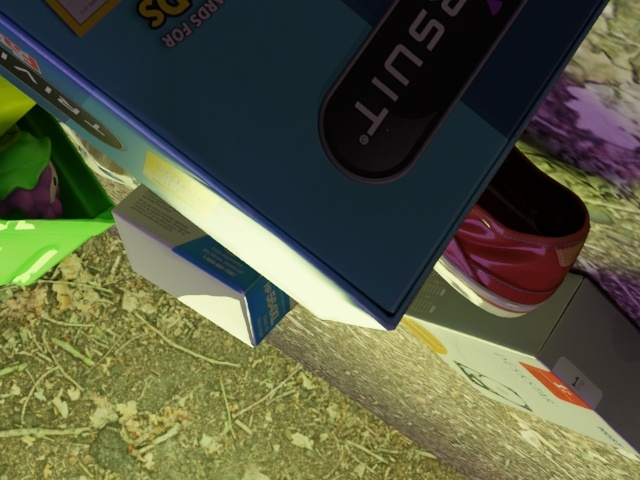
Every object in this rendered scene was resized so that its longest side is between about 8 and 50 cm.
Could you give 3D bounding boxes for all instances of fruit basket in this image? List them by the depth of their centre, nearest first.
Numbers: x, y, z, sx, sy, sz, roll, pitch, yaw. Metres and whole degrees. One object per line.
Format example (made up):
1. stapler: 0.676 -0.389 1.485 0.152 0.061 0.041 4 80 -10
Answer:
1. fruit basket: -0.418 -0.167 1.439 0.392 0.392 0.283 26 -165 34

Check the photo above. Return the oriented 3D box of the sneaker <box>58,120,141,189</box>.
1. sneaker: -0.232 -0.126 1.325 0.182 0.127 0.315 22 164 39

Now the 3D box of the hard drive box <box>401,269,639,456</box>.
1. hard drive box: 0.203 0.099 1.119 0.181 0.089 0.232 41 166 -29

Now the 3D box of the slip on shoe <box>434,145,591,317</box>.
1. slip on shoe: 0.056 -0.081 0.829 0.331 0.123 0.101 40 135 -1

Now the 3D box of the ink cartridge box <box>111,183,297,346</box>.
1. ink cartridge box: -0.049 -0.033 0.980 0.148 0.203 0.086 30 150 27

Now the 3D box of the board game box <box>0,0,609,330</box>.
1. board game box: -0.047 -0.172 0.370 0.336 0.254 0.079 38 168 -14
